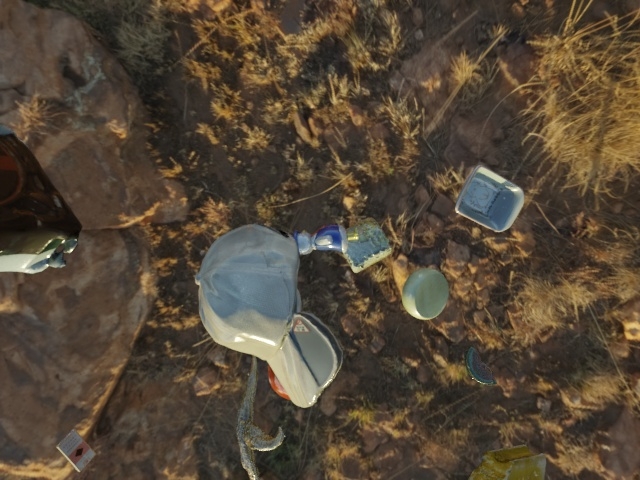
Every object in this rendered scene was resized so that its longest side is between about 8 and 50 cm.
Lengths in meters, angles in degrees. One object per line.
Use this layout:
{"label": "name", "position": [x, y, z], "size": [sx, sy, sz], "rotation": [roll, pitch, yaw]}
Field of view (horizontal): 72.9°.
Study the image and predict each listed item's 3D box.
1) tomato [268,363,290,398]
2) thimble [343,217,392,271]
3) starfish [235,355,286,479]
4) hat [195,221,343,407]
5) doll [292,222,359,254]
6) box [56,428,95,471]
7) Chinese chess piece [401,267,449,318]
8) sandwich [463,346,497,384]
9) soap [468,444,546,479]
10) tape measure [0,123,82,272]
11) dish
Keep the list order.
{"label": "tomato", "position": [-0.097, 0.464, 1.576], "size": [0.188, 0.232, 0.232], "rotation": [19, 105, 4]}
{"label": "thimble", "position": [0.141, 0.017, 1.408], "size": [0.143, 0.190, 0.138], "rotation": [-27, 112, 1]}
{"label": "starfish", "position": [-0.183, 0.512, 1.187], "size": [0.094, 0.327, 0.376], "rotation": [1, 87, -21]}
{"label": "hat", "position": [-0.080, 0.113, 0.632], "size": [0.160, 0.232, 0.275], "rotation": [-22, 108, -8]}
{"label": "doll", "position": [0.000, 0.000, 0.799], "size": [0.142, 0.099, 0.058], "rotation": [-9, 90, 6]}
{"label": "box", "position": [-0.540, 0.465, 0.961], "size": [0.012, 0.046, 0.083], "rotation": [-7, 117, 31]}
{"label": "Chinese chess piece", "position": [0.294, 0.149, 1.216], "size": [0.144, 0.058, 0.144], "rotation": [-6, 102, -29]}
{"label": "sandwich", "position": [0.500, 0.405, 1.368], "size": [0.067, 0.029, 0.135], "rotation": [-41, 78, 5]}
{"label": "soap", "position": [0.464, 0.616, 1.090], "size": [0.080, 0.257, 0.161], "rotation": [5, 84, 53]}
{"label": "tape measure", "position": [-0.348, -0.048, 0.394], "size": [0.107, 0.182, 0.181], "rotation": [-38, 79, 20]}
{"label": "dish", "position": [0.517, -0.124, 1.335], "size": [0.234, 0.064, 0.154], "rotation": [22, 100, -21]}
